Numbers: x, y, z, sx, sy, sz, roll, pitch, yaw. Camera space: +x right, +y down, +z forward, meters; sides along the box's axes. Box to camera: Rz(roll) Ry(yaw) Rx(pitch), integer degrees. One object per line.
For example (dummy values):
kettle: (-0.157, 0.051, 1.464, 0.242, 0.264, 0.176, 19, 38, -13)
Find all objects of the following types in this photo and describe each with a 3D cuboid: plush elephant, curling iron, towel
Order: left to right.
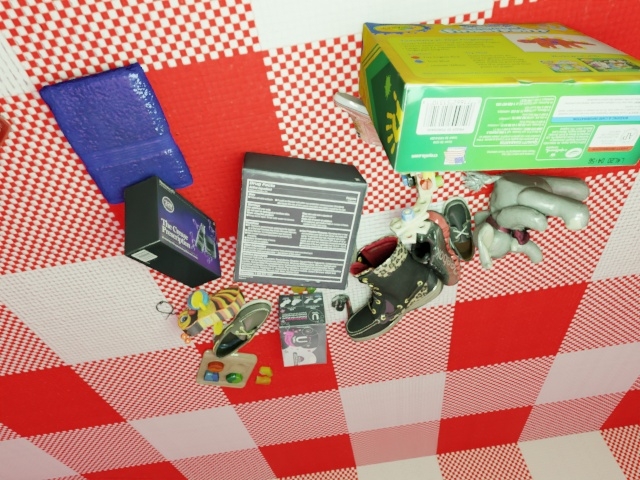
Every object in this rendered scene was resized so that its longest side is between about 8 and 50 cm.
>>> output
towel: (-0.456, -0.239, 0.968, 0.227, 0.076, 0.308, -14, 133, -2)
curling iron: (0.101, 0.288, 1.533, 0.068, 0.035, 0.274, -13, 132, 11)
plush elephant: (0.531, -0.042, 1.141, 0.329, 0.272, 0.256, 14, 120, 18)

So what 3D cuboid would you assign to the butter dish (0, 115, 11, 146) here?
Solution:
butter dish: (-0.796, -0.231, 0.897, 0.160, 0.118, 0.160, -36, 127, 23)

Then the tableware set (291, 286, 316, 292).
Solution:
tableware set: (-0.079, 0.136, 1.384, 0.154, 0.024, 0.104, 9, 134, -16)

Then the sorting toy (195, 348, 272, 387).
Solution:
sorting toy: (-0.340, 0.540, 1.703, 0.307, 0.041, 0.229, 12, 130, -17)

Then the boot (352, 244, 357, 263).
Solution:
boot: (0.000, 0.000, 1.232, 0.208, 0.076, 0.190, -10, 119, -7)

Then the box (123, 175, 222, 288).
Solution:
box: (-0.366, -0.012, 1.053, 0.103, 0.184, 0.261, -22, 152, 10)

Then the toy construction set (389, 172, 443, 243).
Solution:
toy construction set: (0.246, -0.157, 1.024, 0.151, 0.215, 0.328, -5, 132, -2)

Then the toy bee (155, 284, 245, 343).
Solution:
toy bee: (-0.391, 0.258, 1.362, 0.298, 0.162, 0.195, -31, 130, 20)

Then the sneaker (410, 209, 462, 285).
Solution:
sneaker: (0.342, 0.049, 1.256, 0.135, 0.097, 0.276, -41, 123, -22)

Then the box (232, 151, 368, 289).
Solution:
box: (-0.061, -0.051, 1.065, 0.296, 0.183, 0.294, 6, 116, -10)

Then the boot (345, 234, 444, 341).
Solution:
boot: (0.184, 0.161, 1.357, 0.377, 0.138, 0.284, -34, 129, 17)

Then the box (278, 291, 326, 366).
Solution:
box: (-0.063, 0.319, 1.468, 0.163, 0.142, 0.247, -4, 132, -4)

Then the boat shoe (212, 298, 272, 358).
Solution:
boat shoe: (-0.278, 0.317, 1.474, 0.109, 0.091, 0.305, 32, 121, -31)

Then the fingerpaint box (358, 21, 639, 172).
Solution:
fingerpaint box: (0.323, -0.293, 0.806, 0.444, 0.371, 0.163, -3, 131, -5)

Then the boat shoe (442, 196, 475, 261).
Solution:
boat shoe: (0.425, -0.032, 1.254, 0.084, 0.079, 0.233, -18, 129, 9)

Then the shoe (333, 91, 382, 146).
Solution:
shoe: (0.098, -0.284, 0.993, 0.177, 0.063, 0.081, 15, 123, -25)
